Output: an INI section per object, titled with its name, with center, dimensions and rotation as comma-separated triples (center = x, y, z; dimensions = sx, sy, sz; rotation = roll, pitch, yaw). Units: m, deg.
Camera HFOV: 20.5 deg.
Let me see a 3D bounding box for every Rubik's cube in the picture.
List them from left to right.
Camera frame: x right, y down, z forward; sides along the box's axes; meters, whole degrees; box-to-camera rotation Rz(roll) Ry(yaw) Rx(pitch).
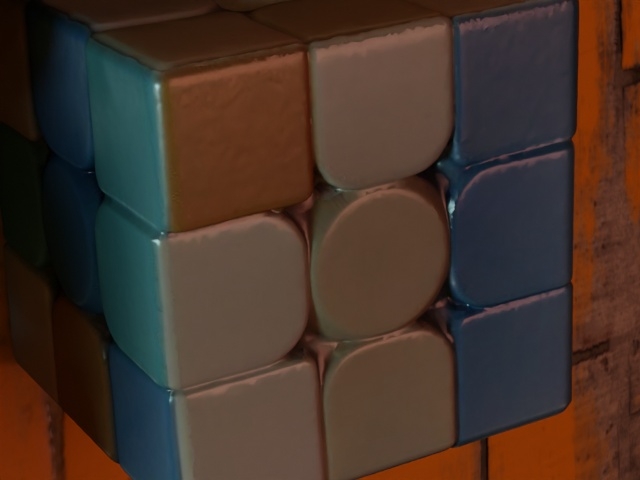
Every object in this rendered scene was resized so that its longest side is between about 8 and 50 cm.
[Rubik's cube]
center = -0.036, -0.036, 1.350
dimensions = 0.347, 0.346, 0.344
rotation = -14, 114, -25
